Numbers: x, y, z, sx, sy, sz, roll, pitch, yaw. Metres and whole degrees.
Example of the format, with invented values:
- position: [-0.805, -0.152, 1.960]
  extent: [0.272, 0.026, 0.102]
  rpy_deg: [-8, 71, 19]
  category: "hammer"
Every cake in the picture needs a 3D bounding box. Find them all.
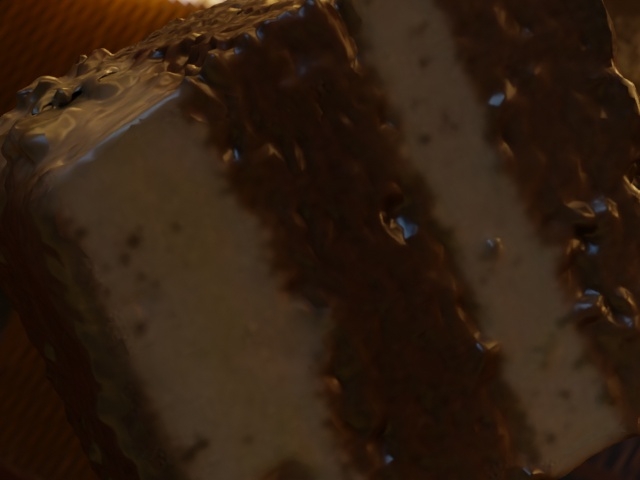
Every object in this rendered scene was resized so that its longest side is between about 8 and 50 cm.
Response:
- position: [0.000, 0.000, 0.945]
  extent: [0.282, 0.290, 0.256]
  rpy_deg: [66, -15, -11]
  category: "cake"
